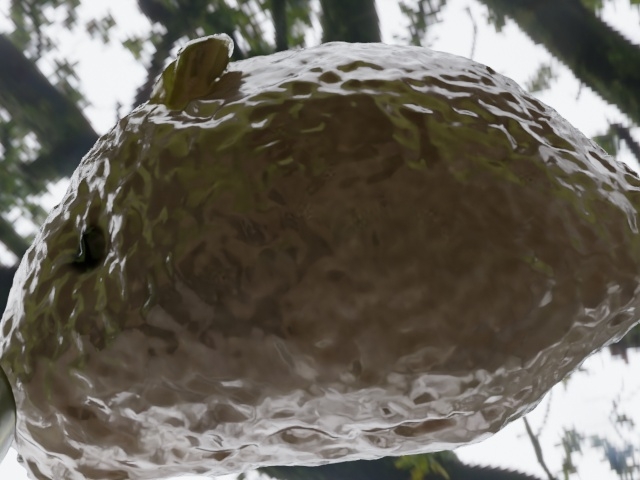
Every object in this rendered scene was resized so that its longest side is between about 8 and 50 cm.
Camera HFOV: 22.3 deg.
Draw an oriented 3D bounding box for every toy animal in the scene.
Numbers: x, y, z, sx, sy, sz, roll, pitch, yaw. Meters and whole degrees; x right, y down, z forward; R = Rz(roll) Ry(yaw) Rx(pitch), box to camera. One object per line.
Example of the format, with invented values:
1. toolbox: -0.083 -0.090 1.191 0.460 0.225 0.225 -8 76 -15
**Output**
1. toy animal: 0.007 -0.001 0.816 0.358 0.188 0.226 -6 -124 5

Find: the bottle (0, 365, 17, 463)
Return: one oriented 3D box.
1. bottle: -0.181 0.125 0.473 0.082 0.082 0.286 3 -149 14
